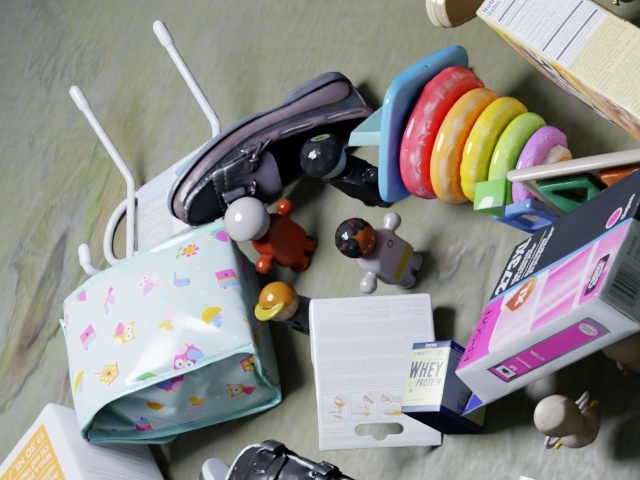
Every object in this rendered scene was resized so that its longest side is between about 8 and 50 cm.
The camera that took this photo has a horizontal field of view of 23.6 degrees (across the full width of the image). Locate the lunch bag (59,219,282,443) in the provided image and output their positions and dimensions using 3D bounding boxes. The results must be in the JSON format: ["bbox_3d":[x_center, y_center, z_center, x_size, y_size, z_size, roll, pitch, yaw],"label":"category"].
[{"bbox_3d":[-0.201,0.130,1.959,0.262,0.160,0.223,-20,53,6],"label":"lunch bag"}]

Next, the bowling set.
[{"bbox_3d":[0.366,0.137,1.523,0.200,0.154,0.287,39,94,27],"label":"bowling set"}]

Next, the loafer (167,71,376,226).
[{"bbox_3d":[-0.057,-0.110,1.980,0.302,0.109,0.095,-37,54,-18],"label":"loafer"}]

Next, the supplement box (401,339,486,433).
[{"bbox_3d":[0.143,0.165,1.720,0.056,0.083,0.083,-8,62,41],"label":"supplement box"}]

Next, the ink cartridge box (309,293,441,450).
[{"bbox_3d":[0.064,0.154,1.783,0.146,0.045,0.179,-2,78,-3],"label":"ink cartridge box"}]

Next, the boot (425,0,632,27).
[{"bbox_3d":[0.273,-0.323,1.833,0.262,0.095,0.203,-38,44,-18],"label":"boot"}]

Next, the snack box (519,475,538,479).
[{"bbox_3d":[0.271,0.295,1.580,0.178,0.022,0.064,11,76,44],"label":"snack box"}]

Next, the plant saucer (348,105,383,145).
[{"bbox_3d":[0.111,-0.170,1.904,0.067,0.018,0.192,2,32,42],"label":"plant saucer"}]

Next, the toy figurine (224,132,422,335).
[{"bbox_3d":[0.000,0.000,1.892,0.213,0.148,0.209,-36,48,21],"label":"toy figurine"}]

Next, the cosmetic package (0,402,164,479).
[{"bbox_3d":[-0.269,0.442,1.867,0.230,0.161,0.453,-51,44,16],"label":"cosmetic package"}]

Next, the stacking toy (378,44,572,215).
[{"bbox_3d":[0.225,-0.093,1.762,0.302,0.165,0.175,22,39,29],"label":"stacking toy"}]

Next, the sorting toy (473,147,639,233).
[{"bbox_3d":[0.318,-0.037,1.597,0.348,0.196,0.047,-9,65,39],"label":"sorting toy"}]

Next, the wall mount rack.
[{"bbox_3d":[-0.240,-0.116,2.151,0.350,0.130,0.304,-29,54,38],"label":"wall mount rack"}]

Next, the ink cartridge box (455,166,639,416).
[{"bbox_3d":[0.238,0.056,1.560,0.175,0.069,0.371,-61,8,-28],"label":"ink cartridge box"}]

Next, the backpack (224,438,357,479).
[{"bbox_3d":[-0.036,0.377,1.684,0.225,0.191,0.253,15,69,45],"label":"backpack"}]

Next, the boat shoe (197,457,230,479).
[{"bbox_3d":[-0.115,0.331,1.891,0.040,0.049,0.142,-59,39,27],"label":"boat shoe"}]

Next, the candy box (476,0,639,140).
[{"bbox_3d":[0.331,-0.177,1.670,0.087,0.183,0.316,-52,44,5],"label":"candy box"}]
